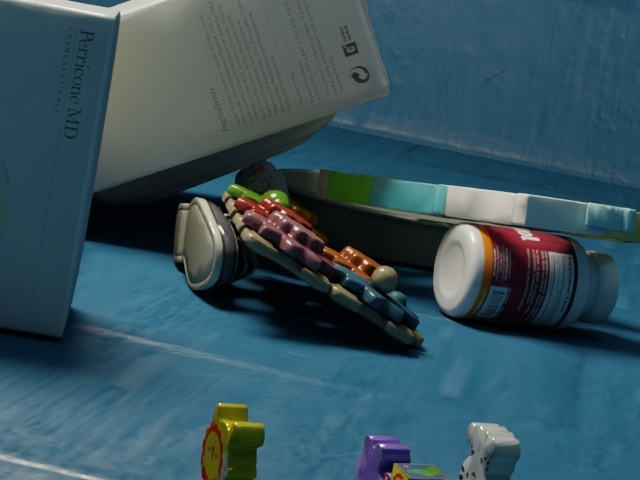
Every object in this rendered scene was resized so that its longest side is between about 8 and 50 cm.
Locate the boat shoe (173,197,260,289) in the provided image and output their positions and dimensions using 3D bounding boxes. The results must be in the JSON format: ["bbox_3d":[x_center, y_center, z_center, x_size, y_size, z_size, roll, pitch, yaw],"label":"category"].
[{"bbox_3d":[-0.082,0.002,1.544,0.065,0.075,0.206,6,5,-12],"label":"boat shoe"}]

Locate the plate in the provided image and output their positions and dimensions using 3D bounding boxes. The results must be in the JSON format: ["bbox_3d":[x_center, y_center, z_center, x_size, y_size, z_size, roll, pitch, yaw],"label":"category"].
[{"bbox_3d":[-0.121,-0.099,1.914,0.277,0.045,0.278,-22,12,-7],"label":"plate"}]

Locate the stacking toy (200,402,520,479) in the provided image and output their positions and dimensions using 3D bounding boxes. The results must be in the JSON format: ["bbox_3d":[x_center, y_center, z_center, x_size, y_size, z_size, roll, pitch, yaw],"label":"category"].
[{"bbox_3d":[0.048,0.140,0.900,0.167,0.052,0.221,6,12,-20],"label":"stacking toy"}]

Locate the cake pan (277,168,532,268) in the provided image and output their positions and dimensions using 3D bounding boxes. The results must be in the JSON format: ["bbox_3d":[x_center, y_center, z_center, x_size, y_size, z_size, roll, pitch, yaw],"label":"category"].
[{"bbox_3d":[0.082,-0.021,1.966,0.293,0.054,0.293,11,8,-2],"label":"cake pan"}]

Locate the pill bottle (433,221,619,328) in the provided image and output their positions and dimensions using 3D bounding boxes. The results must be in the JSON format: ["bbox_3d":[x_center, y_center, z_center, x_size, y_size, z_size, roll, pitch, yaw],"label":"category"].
[{"bbox_3d":[0.184,0.034,1.623,0.152,0.086,0.086,8,9,-22],"label":"pill bottle"}]

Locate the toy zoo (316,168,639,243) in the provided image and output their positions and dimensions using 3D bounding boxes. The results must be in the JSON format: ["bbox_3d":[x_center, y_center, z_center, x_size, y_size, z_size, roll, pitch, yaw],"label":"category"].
[{"bbox_3d":[0.166,-0.029,1.678,0.293,0.030,0.192,9,1,42],"label":"toy zoo"}]

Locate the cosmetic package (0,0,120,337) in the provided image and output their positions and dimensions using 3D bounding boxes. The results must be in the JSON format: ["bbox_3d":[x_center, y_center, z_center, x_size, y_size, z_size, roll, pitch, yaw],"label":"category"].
[{"bbox_3d":[-0.266,-0.068,1.262,0.225,0.224,0.138,9,8,-8],"label":"cosmetic package"}]

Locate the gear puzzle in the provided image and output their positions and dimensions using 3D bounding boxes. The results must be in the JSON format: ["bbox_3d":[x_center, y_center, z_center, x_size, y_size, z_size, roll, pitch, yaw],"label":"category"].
[{"bbox_3d":[0.000,0.000,1.550,0.175,0.044,0.339,32,4,-11],"label":"gear puzzle"}]

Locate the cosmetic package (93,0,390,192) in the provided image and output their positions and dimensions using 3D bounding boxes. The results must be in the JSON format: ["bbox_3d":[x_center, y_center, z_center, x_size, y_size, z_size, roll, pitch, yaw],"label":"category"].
[{"bbox_3d":[-0.142,-0.157,1.715,0.385,0.156,0.217,-17,11,-1],"label":"cosmetic package"}]

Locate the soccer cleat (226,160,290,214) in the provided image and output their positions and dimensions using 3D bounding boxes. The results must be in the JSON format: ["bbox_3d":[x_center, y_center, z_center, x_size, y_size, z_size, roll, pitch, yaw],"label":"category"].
[{"bbox_3d":[-0.059,-0.040,1.831,0.068,0.076,0.196,8,9,-15],"label":"soccer cleat"}]
